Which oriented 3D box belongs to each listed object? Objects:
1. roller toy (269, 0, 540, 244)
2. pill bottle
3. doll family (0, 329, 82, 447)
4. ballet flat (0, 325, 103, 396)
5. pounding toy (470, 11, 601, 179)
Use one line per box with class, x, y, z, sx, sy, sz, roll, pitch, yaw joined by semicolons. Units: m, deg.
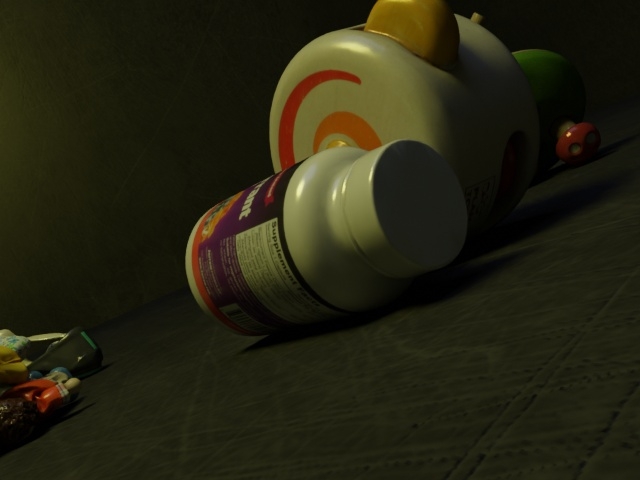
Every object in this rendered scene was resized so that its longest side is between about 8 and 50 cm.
roller toy;0.060;-0.076;0.605;0.146;0.191;0.209;-25;1;-40
pill bottle;0.000;0.000;0.518;0.108;0.108;0.193;-26;4;-41
doll family;-0.329;0.130;0.607;0.263;0.118;0.163;-23;3;-4
ballet flat;-0.351;0.153;0.905;0.203;0.074;0.074;-23;3;11
pounding toy;0.223;-0.121;0.873;0.237;0.110;0.183;17;-59;-35
